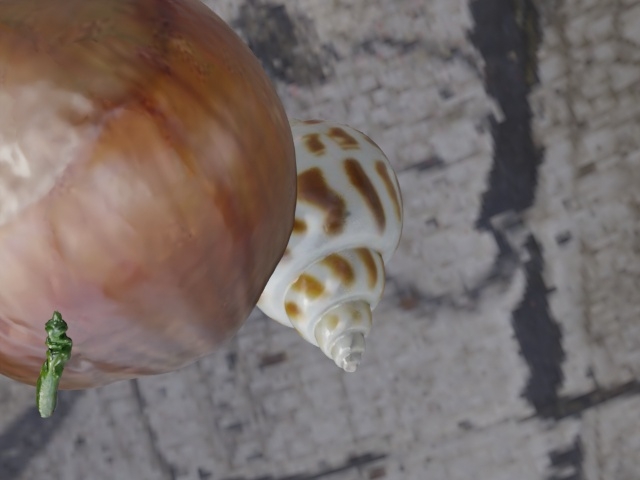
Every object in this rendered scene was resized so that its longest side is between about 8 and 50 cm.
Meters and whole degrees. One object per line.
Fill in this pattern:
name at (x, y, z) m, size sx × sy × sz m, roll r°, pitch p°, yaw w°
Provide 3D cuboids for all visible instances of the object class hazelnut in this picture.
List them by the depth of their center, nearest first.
hazelnut at (-0.188, -0.045, 1.530) m, size 0.372 × 0.315 × 0.372 m, roll -7°, pitch 114°, yaw -17°

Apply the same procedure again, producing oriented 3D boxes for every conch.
conch at (0.000, 0.000, 1.863) m, size 0.182 × 0.275 × 0.149 m, roll -13°, pitch 173°, yaw 0°

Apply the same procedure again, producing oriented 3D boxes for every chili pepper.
chili pepper at (-0.187, 0.087, 1.293) m, size 0.022 × 0.027 × 0.083 m, roll 18°, pitch 119°, yaw 9°
